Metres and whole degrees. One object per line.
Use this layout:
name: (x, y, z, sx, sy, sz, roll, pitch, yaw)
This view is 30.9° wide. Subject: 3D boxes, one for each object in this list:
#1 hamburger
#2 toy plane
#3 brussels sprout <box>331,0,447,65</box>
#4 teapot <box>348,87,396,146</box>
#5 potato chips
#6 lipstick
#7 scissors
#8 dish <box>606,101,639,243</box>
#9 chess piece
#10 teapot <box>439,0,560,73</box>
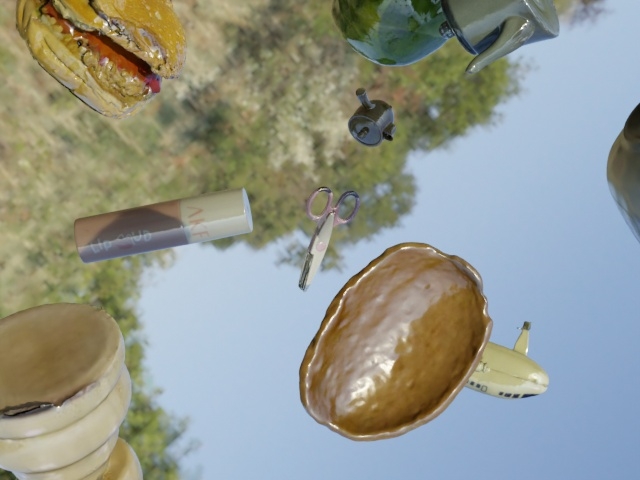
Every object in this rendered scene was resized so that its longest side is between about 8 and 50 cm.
hamburger: (-0.291, -0.278, 1.538, 0.163, 0.244, 0.244, -34, -170, 19)
toy plane: (0.170, 0.145, 1.503, 0.256, 0.104, 0.242, 6, 175, 12)
brussels sprout: (0.118, -0.417, 1.801, 0.210, 0.271, 0.219, -16, 161, -32)
teapot: (0.089, -0.209, 1.898, 0.085, 0.110, 0.080, 15, -131, 28)
potato chips: (0.070, 0.096, 1.088, 0.202, 0.150, 0.049, -58, -168, 4)
lipstick: (-0.231, -0.022, 1.709, 0.254, 0.070, 0.070, -11, -169, 3)
scissors: (0.000, 0.000, 1.728, 0.022, 0.085, 0.176, 54, -49, 52)
dish: (0.402, -0.102, 1.205, 0.256, 0.117, 0.256, -36, -162, 14)
chess piece: (-0.213, 0.193, 0.975, 0.142, 0.261, 0.143, -4, -146, 3)
teapot: (0.231, -0.329, 1.616, 0.149, 0.162, 0.239, -27, -136, 27)
